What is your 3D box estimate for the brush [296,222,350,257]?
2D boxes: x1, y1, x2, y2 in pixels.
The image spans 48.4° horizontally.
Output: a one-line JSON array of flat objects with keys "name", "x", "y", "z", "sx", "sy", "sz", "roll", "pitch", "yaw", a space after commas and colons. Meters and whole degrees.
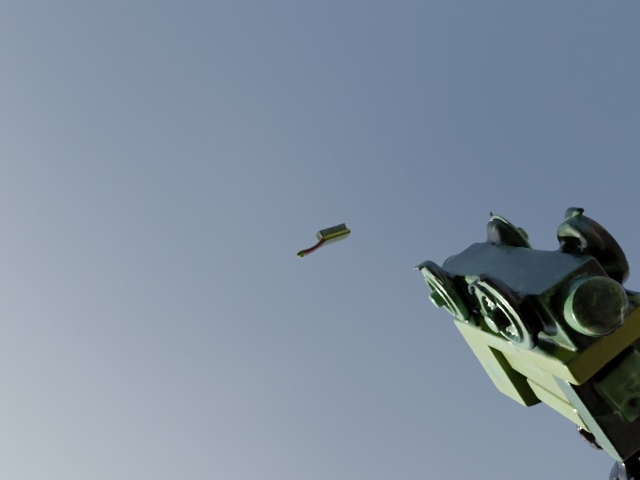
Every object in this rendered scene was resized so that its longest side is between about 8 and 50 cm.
[{"name": "brush", "x": 0.000, "y": 0.000, "z": 0.879, "sx": 0.021, "sy": 0.083, "sz": 0.019, "roll": 55, "pitch": -35, "yaw": 15}]

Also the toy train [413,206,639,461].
[{"name": "toy train", "x": 0.269, "y": 0.100, "z": 0.863, "sx": 0.160, "sy": 0.397, "sz": 0.253, "roll": -35, "pitch": -83, "yaw": -6}]

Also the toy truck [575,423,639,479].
[{"name": "toy truck", "x": 0.434, "y": 0.248, "z": 0.895, "sx": 0.176, "sy": 0.161, "sz": 0.213, "roll": -26, "pitch": -104, "yaw": 2}]
